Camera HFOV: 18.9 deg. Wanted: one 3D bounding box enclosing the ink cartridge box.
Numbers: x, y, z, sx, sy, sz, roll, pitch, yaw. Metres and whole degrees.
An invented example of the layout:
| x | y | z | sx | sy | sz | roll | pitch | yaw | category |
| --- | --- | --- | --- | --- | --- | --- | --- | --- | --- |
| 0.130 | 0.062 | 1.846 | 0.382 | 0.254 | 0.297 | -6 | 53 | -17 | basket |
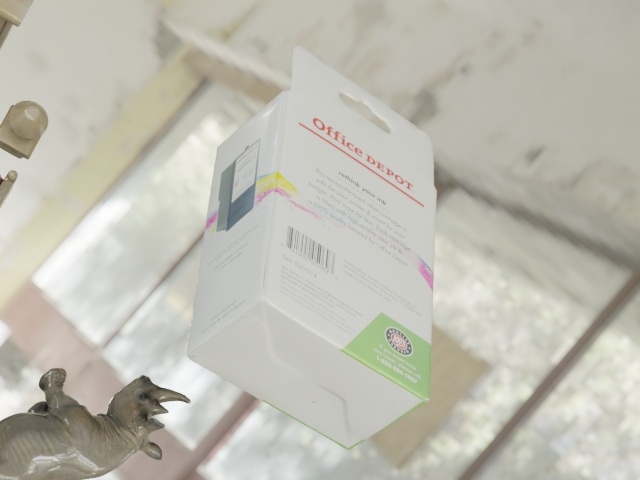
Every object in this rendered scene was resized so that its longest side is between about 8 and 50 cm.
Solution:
| x | y | z | sx | sy | sz | roll | pitch | yaw | category |
| --- | --- | --- | --- | --- | --- | --- | --- | --- | --- |
| 0.000 | 0.000 | 1.864 | 0.207 | 0.119 | 0.353 | 33 | 40 | -25 | ink cartridge box |

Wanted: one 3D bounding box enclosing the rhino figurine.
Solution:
| x | y | z | sx | sy | sz | roll | pitch | yaw | category |
| --- | --- | --- | --- | --- | --- | --- | --- | --- | --- |
| -0.228 | 0.171 | 1.680 | 0.073 | 0.243 | 0.106 | 98 | -29 | -41 | rhino figurine |

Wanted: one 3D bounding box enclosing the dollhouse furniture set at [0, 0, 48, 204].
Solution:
| x | y | z | sx | sy | sz | roll | pitch | yaw | category |
| --- | --- | --- | --- | --- | --- | --- | --- | --- | --- |
| -0.449 | -0.125 | 1.968 | 0.303 | 0.355 | 0.174 | 30 | -25 | -10 | dollhouse furniture set |
